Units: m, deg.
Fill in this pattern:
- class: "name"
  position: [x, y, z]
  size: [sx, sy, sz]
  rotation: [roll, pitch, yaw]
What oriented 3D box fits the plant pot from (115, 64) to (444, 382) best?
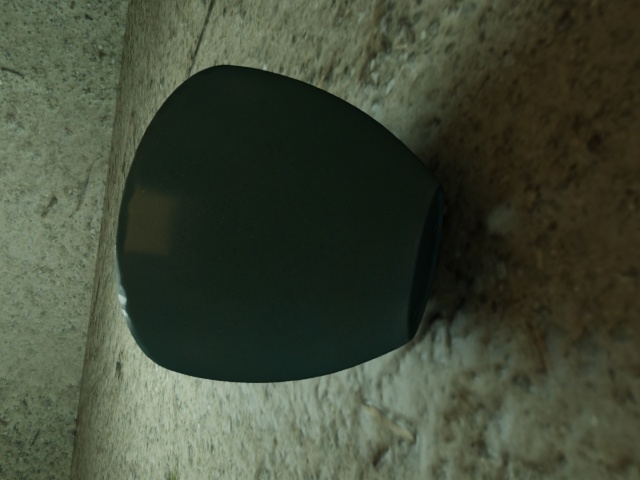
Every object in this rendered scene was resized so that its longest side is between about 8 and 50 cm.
- class: "plant pot"
  position: [0.000, 0.000, 0.428]
  size: [0.195, 0.290, 0.290]
  rotation: [11, 95, 20]
